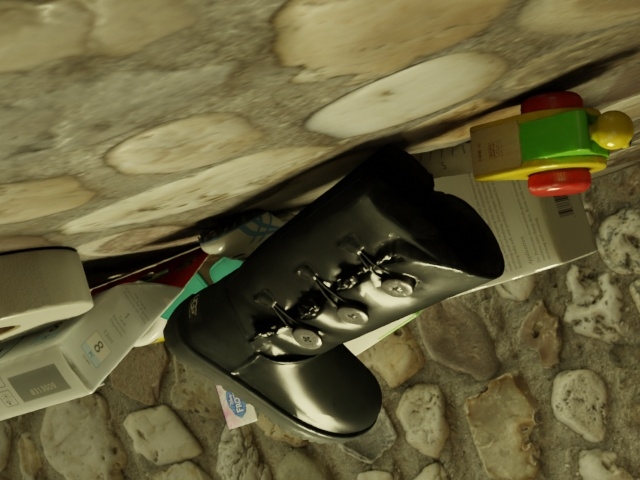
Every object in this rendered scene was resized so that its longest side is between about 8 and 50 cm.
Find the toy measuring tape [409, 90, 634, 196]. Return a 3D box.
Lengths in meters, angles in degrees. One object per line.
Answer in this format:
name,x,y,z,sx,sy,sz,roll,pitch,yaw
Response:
toy measuring tape,0.220,-0.099,1.208,0.121,0.121,0.330,-14,-178,-42

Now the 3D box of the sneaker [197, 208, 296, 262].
sneaker,-0.086,0.005,1.433,0.085,0.086,0.237,-17,175,23

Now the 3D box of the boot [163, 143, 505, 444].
boot,0.063,0.095,1.359,0.367,0.146,0.445,27,135,-29

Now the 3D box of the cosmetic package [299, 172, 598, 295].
cosmetic package,0.174,-0.015,1.488,0.365,0.197,0.155,-18,176,33

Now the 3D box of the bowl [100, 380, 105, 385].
bowl,-0.565,0.233,1.900,0.311,0.163,0.311,-18,176,-1

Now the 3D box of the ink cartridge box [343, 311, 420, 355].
ink cartridge box,0.172,0.037,1.834,0.353,0.119,0.207,-38,179,-41

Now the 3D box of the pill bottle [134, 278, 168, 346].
pill bottle,-0.306,0.129,1.922,0.117,0.117,0.215,-18,175,10

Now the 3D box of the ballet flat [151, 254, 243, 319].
ballet flat,-0.152,0.045,1.693,0.342,0.116,0.124,-28,-170,49

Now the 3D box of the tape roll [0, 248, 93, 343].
tape roll,-0.460,0.099,1.210,0.392,0.072,0.392,-17,176,-1

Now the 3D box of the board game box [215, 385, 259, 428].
board game box,-0.202,0.222,2.200,0.065,0.318,0.319,-17,175,-4

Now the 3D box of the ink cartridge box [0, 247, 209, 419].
ink cartridge box,-0.356,0.109,1.535,0.308,0.091,0.385,-20,-159,33

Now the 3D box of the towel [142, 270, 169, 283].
towel,-0.292,0.119,1.586,0.102,0.021,0.237,-24,-162,28
